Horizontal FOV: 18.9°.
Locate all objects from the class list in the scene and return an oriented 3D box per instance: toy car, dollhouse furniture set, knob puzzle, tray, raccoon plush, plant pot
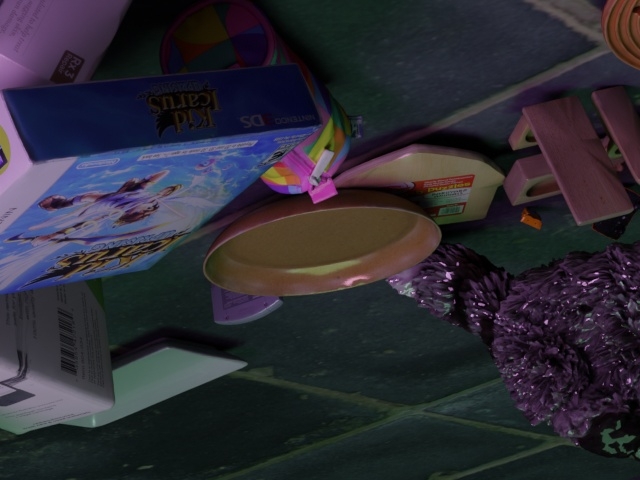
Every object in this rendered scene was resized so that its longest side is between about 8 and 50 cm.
[{"bbox_3d":[0.272,-0.039,2.009,0.122,0.060,0.040,9,-158,-4],"label":"toy car"},{"bbox_3d":[0.253,-0.048,1.785,0.144,0.123,0.151,-14,155,-21],"label":"dollhouse furniture set"},{"bbox_3d":[0.085,-0.058,1.854,0.213,0.030,0.213,-8,160,-3],"label":"knob puzzle"},{"bbox_3d":[-0.232,0.169,2.313,0.270,0.030,0.145,-24,156,34],"label":"tray"},{"bbox_3d":[0.265,0.014,1.867,0.216,0.446,0.299,-18,132,-59],"label":"raccoon plush"},{"bbox_3d":[0.000,0.000,1.883,0.236,0.032,0.236,-8,161,-3],"label":"plant pot"}]

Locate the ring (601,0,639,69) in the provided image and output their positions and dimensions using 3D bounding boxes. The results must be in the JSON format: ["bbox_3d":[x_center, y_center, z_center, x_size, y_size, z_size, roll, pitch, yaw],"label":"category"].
[{"bbox_3d":[0.394,-0.218,1.571,0.337,0.032,0.336,-9,161,-3],"label":"ring"}]

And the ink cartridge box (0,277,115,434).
[{"bbox_3d":[-0.304,0.044,1.706,0.115,0.198,0.273,-16,158,19],"label":"ink cartridge box"}]

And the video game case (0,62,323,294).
[{"bbox_3d":[-0.170,-0.036,1.383,0.269,0.061,0.244,-10,162,-44],"label":"video game case"}]

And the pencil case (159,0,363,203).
[{"bbox_3d":[-0.045,-0.112,1.556,0.104,0.104,0.236,-16,158,15],"label":"pencil case"}]

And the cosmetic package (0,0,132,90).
[{"bbox_3d":[-0.216,-0.115,1.417,0.085,0.117,0.231,27,149,-7],"label":"cosmetic package"}]

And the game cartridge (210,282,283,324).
[{"bbox_3d":[-0.078,0.059,2.055,0.083,0.056,0.017,-19,150,25],"label":"game cartridge"}]
